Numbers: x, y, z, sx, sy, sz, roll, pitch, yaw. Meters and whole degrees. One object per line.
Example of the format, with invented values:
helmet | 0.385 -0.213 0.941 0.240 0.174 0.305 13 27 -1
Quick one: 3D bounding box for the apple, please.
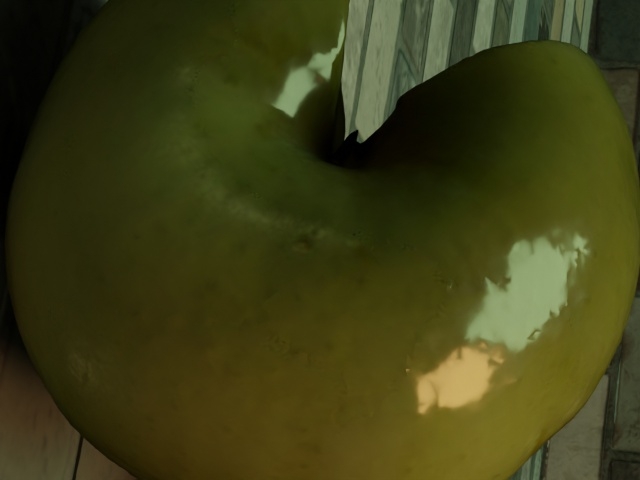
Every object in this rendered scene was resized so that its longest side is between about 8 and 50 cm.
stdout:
apple | 0.000 0.000 0.727 0.254 0.292 0.292 106 -1 -56
